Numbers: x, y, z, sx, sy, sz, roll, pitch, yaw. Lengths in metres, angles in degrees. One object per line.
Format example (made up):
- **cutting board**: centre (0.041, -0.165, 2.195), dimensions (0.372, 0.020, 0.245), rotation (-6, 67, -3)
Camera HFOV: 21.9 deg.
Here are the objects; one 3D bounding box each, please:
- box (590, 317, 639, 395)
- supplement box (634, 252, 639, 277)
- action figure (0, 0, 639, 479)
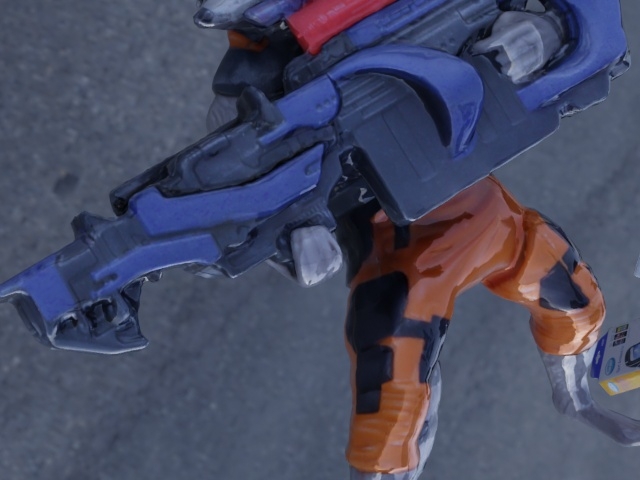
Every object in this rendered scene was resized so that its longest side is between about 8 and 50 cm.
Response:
- **box**: centre (0.349, 0.114, 1.745), dimensions (0.028, 0.136, 0.081), rotation (45, 43, -24)
- **supplement box**: centre (0.415, 0.007, 1.505), dimensions (0.111, 0.220, 0.114), rotation (-34, 139, -60)
- **action figure**: centre (0.000, 0.000, 0.777), dimensions (0.341, 0.178, 0.330), rotation (-23, 100, -24)
